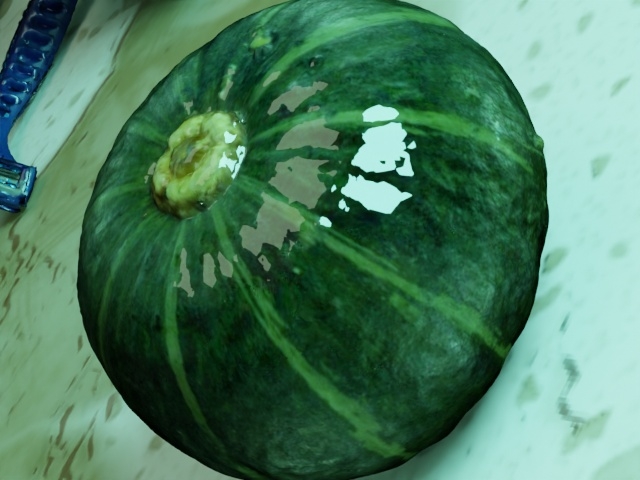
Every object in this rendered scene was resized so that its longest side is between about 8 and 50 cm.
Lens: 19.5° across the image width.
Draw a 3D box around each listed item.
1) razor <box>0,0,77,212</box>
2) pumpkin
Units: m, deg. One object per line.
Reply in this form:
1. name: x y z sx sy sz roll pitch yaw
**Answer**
1. razor: -0.169 -0.135 1.121 0.056 0.093 0.324 106 -178 -49
2. pumpkin: -0.002 -0.001 0.613 0.167 0.125 0.167 -38 31 28
